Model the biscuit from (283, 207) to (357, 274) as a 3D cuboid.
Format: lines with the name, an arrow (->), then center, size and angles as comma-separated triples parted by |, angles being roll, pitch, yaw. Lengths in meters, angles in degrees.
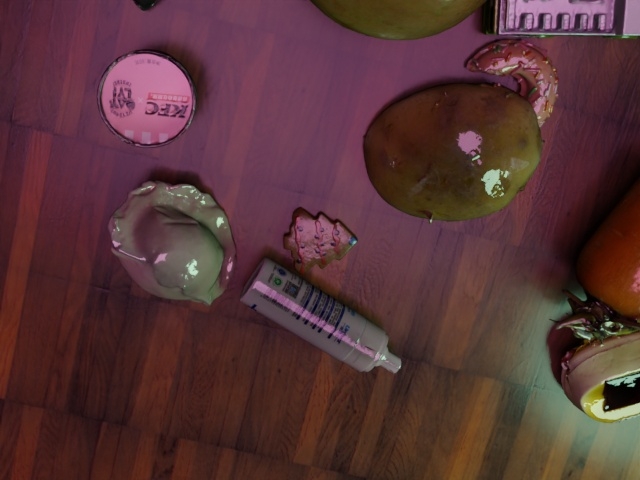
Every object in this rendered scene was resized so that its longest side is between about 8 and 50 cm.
biscuit -> 0.000, 0.000, 1.594 | 0.130, 0.019, 0.119 | -4, 105, -1

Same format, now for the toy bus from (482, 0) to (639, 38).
toy bus -> 0.415, -0.367, 1.448 | 0.302, 0.139, 0.113 | 0, 103, 0

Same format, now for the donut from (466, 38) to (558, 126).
donut -> 0.335, -0.268, 1.511 | 0.166, 0.065, 0.117 | 41, 101, -13

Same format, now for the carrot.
carrot -> 0.541, 0.046, 1.530 | 0.331, 0.193, 0.214 | -51, 56, 15

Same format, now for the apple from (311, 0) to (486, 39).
apple -> 0.109, -0.458, 1.282 | 0.305, 0.338, 0.338 | 17, 104, -21

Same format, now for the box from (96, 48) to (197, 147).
box -> -0.270, -0.234, 1.466 | 0.151, 0.135, 0.151 | -1, 108, -3

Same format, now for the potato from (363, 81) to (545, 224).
potato -> 0.213, -0.126, 1.494 | 0.299, 0.116, 0.239 | -8, 114, 15

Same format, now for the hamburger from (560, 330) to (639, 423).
hamburger -> 0.534, 0.232, 1.627 | 0.210, 0.116, 0.173 | -19, 122, 2

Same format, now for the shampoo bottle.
shampoo bottle -> 0.009, 0.143, 1.597 | 0.303, 0.092, 0.092 | 32, 102, -11

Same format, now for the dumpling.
dumpling -> -0.236, 0.003, 1.530 | 0.258, 0.147, 0.193 | 43, 64, -34

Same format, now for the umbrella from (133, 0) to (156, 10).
umbrella -> -0.165, -0.482, 1.410 | 0.337, 0.128, 0.154 | -21, 107, 7
